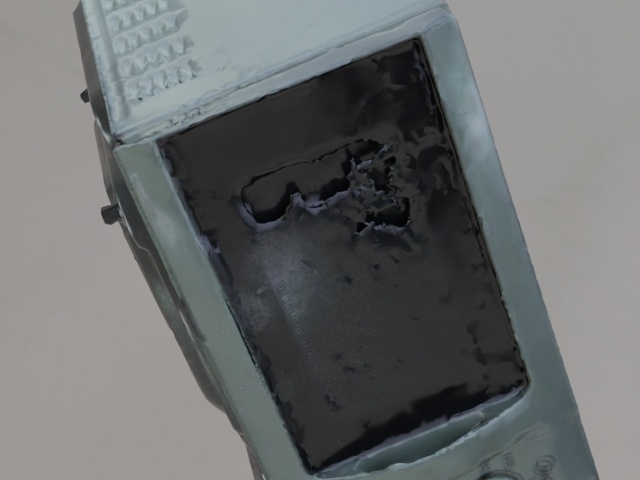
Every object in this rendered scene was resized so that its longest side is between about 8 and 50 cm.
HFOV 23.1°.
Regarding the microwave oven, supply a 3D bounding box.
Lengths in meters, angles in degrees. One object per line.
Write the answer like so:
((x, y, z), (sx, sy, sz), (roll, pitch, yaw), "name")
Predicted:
((0.000, 0.000, 0.823), (0.181, 0.295, 0.237), (-23, 33, -1), "microwave oven")
